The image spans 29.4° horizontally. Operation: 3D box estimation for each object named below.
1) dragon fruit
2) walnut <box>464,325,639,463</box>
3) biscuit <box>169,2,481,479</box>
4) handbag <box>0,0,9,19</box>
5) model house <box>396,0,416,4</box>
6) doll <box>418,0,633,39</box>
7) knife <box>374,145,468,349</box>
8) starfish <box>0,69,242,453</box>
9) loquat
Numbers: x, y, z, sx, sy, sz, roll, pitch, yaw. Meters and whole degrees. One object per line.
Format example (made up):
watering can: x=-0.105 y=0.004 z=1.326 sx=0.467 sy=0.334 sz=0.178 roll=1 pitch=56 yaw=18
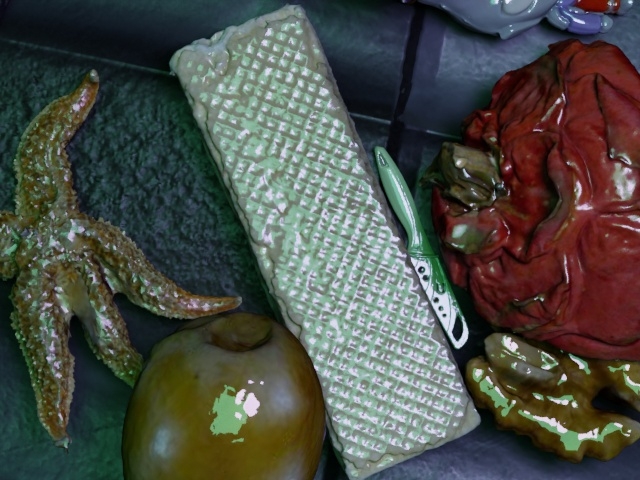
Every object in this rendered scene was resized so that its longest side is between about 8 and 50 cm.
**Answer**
dragon fruit: x=0.202 y=-0.040 z=1.057 sx=0.205 sy=0.152 sz=0.317 roll=-17 pitch=72 yaw=-5
walnut: x=0.220 y=0.124 z=1.117 sx=0.170 sy=0.069 sz=0.143 roll=27 pitch=80 yaw=4
biscuit: x=0.000 y=0.000 z=1.113 sx=0.144 sy=0.078 sz=0.426 roll=-22 pitch=86 yaw=-4
handbag: x=-0.337 y=-0.233 z=1.087 sx=0.072 sy=0.139 sz=0.115 roll=24 pitch=85 yaw=8
model house: x=0.025 y=-0.367 z=1.109 sx=0.282 sy=0.297 sz=0.317 roll=-7 pitch=101 yaw=27
doll: x=0.183 y=-0.235 z=1.149 sx=0.227 sy=0.075 sz=0.102 roll=0 pitch=68 yaw=-14
knife: x=0.092 y=0.006 z=1.149 sx=0.030 sy=0.014 sz=0.207 roll=-24 pitch=87 yaw=-7
starfish: x=-0.239 y=0.046 z=1.095 sx=0.301 sy=0.084 sz=0.293 roll=-37 pitch=86 yaw=-10
loquat: x=-0.084 y=0.169 z=1.030 sx=0.179 sy=0.179 sz=0.227 roll=11 pitch=118 yaw=-2
